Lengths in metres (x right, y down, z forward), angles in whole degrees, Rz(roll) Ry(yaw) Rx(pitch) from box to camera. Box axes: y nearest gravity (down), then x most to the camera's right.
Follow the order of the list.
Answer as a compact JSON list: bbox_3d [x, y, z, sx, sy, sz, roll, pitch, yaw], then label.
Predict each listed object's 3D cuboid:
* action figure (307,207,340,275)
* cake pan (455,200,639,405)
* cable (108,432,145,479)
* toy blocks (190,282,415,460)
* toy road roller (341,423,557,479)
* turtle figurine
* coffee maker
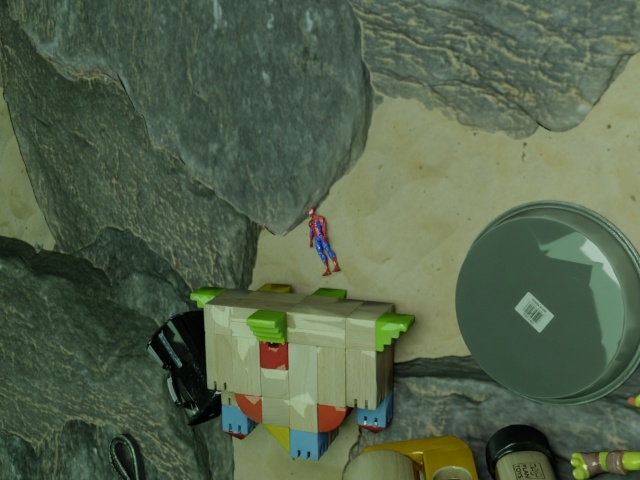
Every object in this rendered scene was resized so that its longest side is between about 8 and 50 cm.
[{"bbox_3d":[0.000,0.000,1.549,0.038,0.030,0.115,-25,78,41],"label":"action figure"},{"bbox_3d":[0.311,0.092,1.306,0.293,0.054,0.293,5,98,37],"label":"cake pan"},{"bbox_3d":[-0.368,0.531,1.856,0.139,0.072,0.287,-9,89,32],"label":"cable"},{"bbox_3d":[-0.032,0.225,1.499,0.381,0.190,0.261,4,104,20],"label":"toy blocks"},{"bbox_3d":[0.199,0.417,1.288,0.329,0.202,0.241,-5,111,3],"label":"toy road roller"},{"bbox_3d":[0.437,0.285,1.211,0.217,0.087,0.270,-34,83,42],"label":"turtle figurine"},{"bbox_3d":[-0.209,0.216,1.690,0.171,0.120,0.178,-35,73,4],"label":"coffee maker"}]
